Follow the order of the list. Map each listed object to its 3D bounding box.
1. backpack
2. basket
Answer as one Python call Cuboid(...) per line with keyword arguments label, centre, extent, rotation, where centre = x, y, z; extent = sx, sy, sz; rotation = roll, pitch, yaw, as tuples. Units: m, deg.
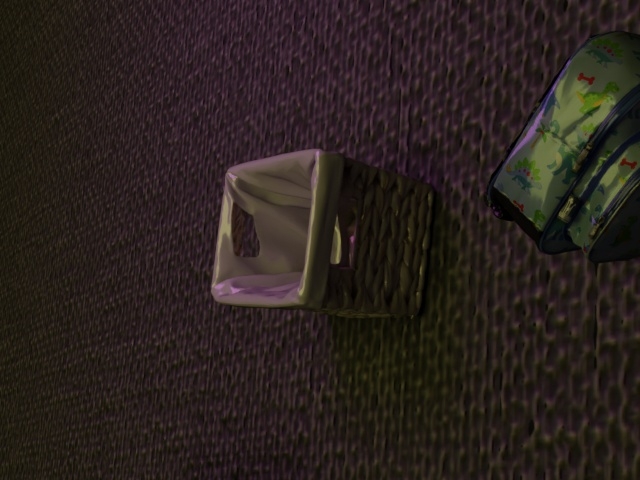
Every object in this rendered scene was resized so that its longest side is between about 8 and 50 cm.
Cuboid(label="backpack", centre=(0.160, -0.047, 0.709), extent=(0.084, 0.105, 0.114), rotation=(43, 122, 33))
Cuboid(label="basket", centre=(0.000, 0.000, 1.001), extent=(0.167, 0.103, 0.113), rotation=(-3, 79, 62))
